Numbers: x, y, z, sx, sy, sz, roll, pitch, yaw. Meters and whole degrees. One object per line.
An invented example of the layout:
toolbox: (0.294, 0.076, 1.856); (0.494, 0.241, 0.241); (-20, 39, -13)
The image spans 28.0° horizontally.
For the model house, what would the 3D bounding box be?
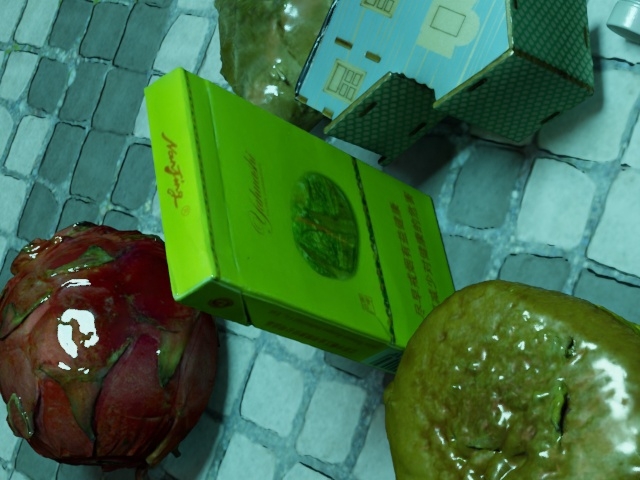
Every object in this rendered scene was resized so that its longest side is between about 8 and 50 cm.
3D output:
model house: (0.130, -0.175, 1.093); (0.206, 0.178, 0.271); (31, 98, 42)

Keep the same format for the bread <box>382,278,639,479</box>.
bread: (0.167, 0.161, 0.967); (0.268, 0.145, 0.269); (-16, 67, 43)

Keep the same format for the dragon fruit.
dragon fruit: (-0.214, 0.105, 1.278); (0.241, 0.241, 0.252); (-35, 38, 30)

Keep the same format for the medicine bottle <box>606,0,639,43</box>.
medicine bottle: (0.274, -0.210, 1.058); (0.052, 0.052, 0.089); (28, 95, 45)

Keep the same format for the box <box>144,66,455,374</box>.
box: (0.000, 0.000, 1.041); (0.047, 0.335, 0.187); (-28, 58, 30)

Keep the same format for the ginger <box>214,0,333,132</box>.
ginger: (0.010, -0.235, 1.273); (0.270, 0.123, 0.219); (-38, 55, 15)
